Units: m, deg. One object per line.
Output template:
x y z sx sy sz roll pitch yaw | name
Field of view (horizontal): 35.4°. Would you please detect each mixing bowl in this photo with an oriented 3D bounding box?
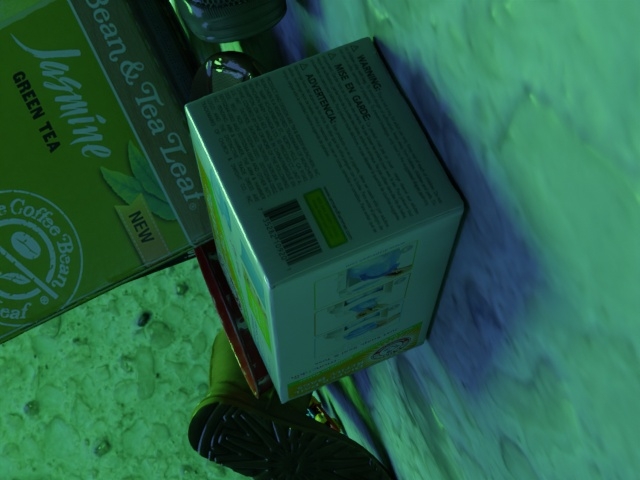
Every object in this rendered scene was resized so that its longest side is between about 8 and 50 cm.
-0.053 0.053 0.984 0.181 0.098 0.181 158 90 -79 | mixing bowl

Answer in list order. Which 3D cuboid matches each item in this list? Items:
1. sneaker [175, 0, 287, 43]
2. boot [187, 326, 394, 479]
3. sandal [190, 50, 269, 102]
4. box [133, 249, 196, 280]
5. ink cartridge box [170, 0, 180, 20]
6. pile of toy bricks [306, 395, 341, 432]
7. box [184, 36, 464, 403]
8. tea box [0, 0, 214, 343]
-0.094 -0.232 0.644 0.227 0.087 0.130 -124 19 -46 | sneaker
-0.022 0.185 1.102 0.236 0.089 0.269 31 -168 -4 | boot
-0.021 -0.054 0.705 0.090 0.060 0.219 15 150 39 | sandal
-0.194 -0.031 1.064 0.216 0.270 0.060 92 156 -65 | box
-0.226 -0.282 1.055 0.261 0.066 0.296 15 124 34 | ink cartridge box
-0.040 0.204 1.307 0.105 0.118 0.212 17 -154 -51 | pile of toy bricks
0.000 0.000 0.572 0.203 0.103 0.114 90 156 -65 | box
-0.261 -0.098 0.814 0.329 0.324 0.220 63 -175 -3 | tea box
